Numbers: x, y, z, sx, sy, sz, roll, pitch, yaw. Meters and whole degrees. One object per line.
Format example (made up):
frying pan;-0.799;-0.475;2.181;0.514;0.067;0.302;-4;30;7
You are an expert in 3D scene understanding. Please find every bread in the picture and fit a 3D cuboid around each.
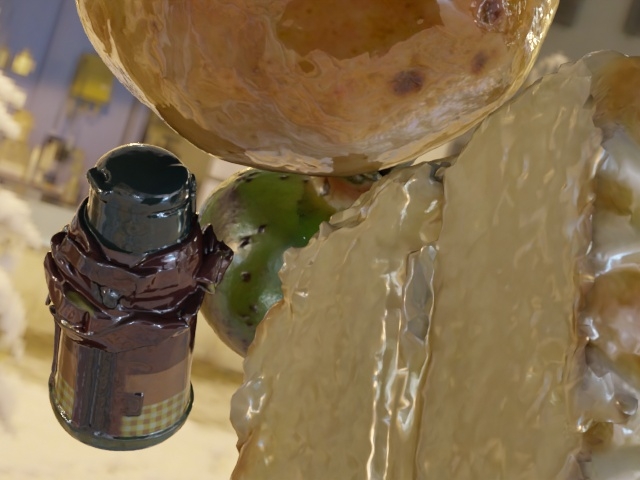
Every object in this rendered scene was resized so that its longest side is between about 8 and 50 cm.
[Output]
bread;0.176;0.148;0.784;0.390;0.371;0.279;18;-20;-30

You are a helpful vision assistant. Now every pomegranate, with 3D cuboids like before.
pomegranate;0.005;-0.213;1.217;0.410;0.410;0.410;18;1;0
pomegranate;0.006;0.016;1.498;0.231;0.231;0.286;17;-34;-36

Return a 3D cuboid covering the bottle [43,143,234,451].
bottle;-0.155;0.047;1.331;0.156;0.271;0.143;-9;40;-26

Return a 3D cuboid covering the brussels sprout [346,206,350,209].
brussels sprout;0.037;0.008;1.230;0.085;0.085;0.058;19;6;31
